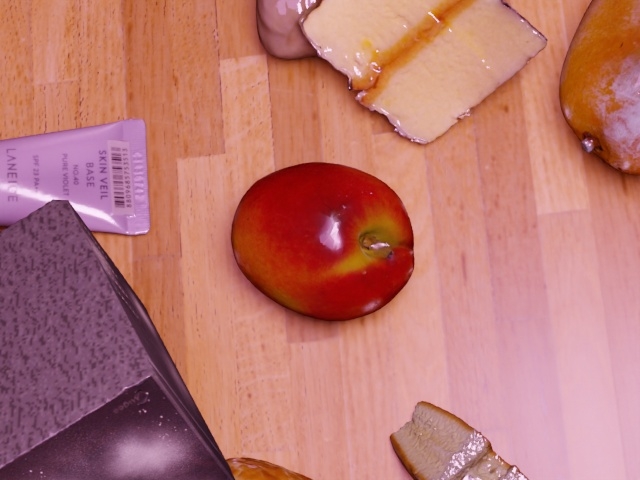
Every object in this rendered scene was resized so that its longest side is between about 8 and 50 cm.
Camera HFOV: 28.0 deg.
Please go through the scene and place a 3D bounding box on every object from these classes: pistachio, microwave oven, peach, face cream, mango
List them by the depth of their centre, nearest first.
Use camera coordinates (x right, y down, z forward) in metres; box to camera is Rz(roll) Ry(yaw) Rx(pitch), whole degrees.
[{"bbox_3d":[-0.368,0.211,1.382,0.432,0.236,0.374,-32,46,-5],"label":"microwave oven"},{"bbox_3d":[0.421,-0.239,1.467,0.221,0.199,0.384,35,71,22],"label":"mango"},{"bbox_3d":[0.000,0.000,1.501,0.196,0.226,0.190,-27,108,-33],"label":"peach"},{"bbox_3d":[-0.016,-0.329,1.592,0.136,0.136,0.226,11,73,11],"label":"pistachio"},{"bbox_3d":[-0.352,-0.073,1.600,0.274,0.096,0.154,-4,72,-6],"label":"face cream"}]

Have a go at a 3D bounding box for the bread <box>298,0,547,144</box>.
[{"bbox_3d":[0.113,-0.233,1.498,0.240,0.135,0.178,38,83,-15],"label":"bread"}]

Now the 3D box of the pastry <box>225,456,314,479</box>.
[{"bbox_3d":[-0.085,0.354,1.403,0.256,0.170,0.237,-26,76,-3],"label":"pastry"}]

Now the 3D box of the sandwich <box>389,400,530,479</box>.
[{"bbox_3d":[0.177,0.277,1.423,0.090,0.088,0.244,-44,74,-8],"label":"sandwich"}]
